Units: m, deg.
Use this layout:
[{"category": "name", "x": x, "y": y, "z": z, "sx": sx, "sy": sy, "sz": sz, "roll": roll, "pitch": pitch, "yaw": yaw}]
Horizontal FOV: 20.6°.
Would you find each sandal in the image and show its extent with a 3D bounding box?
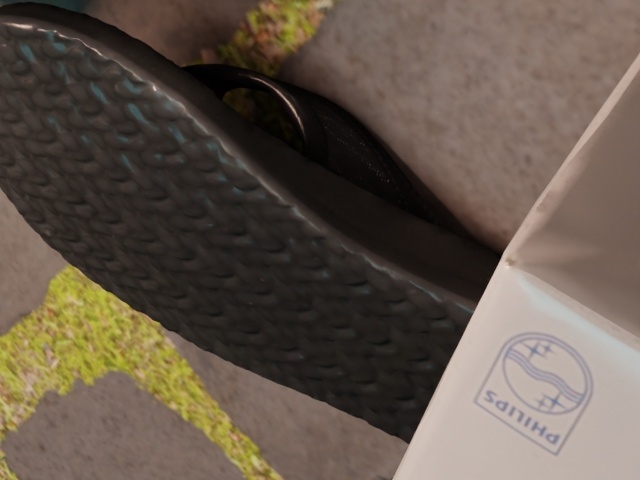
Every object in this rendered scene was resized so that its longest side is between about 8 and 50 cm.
[{"category": "sandal", "x": 0.000, "y": 0.002, "z": 0.992, "sx": 0.446, "sy": 0.107, "sz": 0.167, "roll": 31, "pitch": 135, "yaw": -2}]

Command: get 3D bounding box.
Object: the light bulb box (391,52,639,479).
[{"category": "light bulb box", "x": 0.164, "y": 0.095, "z": 0.677, "sx": 0.225, "sy": 0.358, "sz": 0.361, "roll": 30, "pitch": 131, "yaw": 10}]
